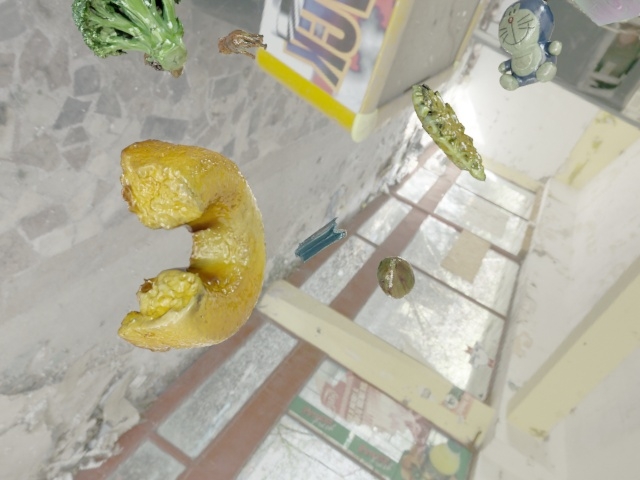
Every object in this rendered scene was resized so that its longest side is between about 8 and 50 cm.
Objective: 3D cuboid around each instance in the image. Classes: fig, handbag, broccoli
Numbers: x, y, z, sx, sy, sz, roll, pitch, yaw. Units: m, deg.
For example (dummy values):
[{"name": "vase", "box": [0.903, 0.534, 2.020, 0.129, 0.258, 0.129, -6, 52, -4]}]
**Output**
[{"name": "fig", "box": [0.195, 0.088, 1.245, 0.103, 0.109, 0.155, -41, 158, -9]}, {"name": "handbag", "box": [0.000, 0.000, 1.574, 0.179, 0.062, 0.229, -35, -177, 5]}, {"name": "broccoli", "box": [-0.409, -0.488, 1.062, 0.254, 0.269, 0.269, -38, 155, -44]}]

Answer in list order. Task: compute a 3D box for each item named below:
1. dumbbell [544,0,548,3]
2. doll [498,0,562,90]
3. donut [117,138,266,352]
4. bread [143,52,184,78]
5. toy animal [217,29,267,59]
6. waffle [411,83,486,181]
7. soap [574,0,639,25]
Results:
[{"name": "dumbbell", "box": [0.700, -0.777, 1.484, 0.036, 0.040, 0.083, -101, -151, -85]}, {"name": "doll", "box": [0.641, -0.611, 1.478, 0.154, 0.258, 0.228, -25, -168, -22]}, {"name": "donut", "box": [-0.238, 0.008, 0.998, 0.377, 0.163, 0.435, -19, 108, -68]}, {"name": "bread", "box": [-0.423, -0.493, 1.290, 0.060, 0.113, 0.082, -56, 166, -62]}, {"name": "toy animal", "box": [-0.217, -0.538, 1.314, 0.241, 0.099, 0.057, -150, -116, -64]}, {"name": "waffle", "box": [0.262, -0.230, 1.004, 0.054, 0.223, 0.204, -35, -150, 30]}, {"name": "soap", "box": [0.916, -0.805, 1.355, 0.156, 0.261, 0.446, -39, 173, 0]}]
